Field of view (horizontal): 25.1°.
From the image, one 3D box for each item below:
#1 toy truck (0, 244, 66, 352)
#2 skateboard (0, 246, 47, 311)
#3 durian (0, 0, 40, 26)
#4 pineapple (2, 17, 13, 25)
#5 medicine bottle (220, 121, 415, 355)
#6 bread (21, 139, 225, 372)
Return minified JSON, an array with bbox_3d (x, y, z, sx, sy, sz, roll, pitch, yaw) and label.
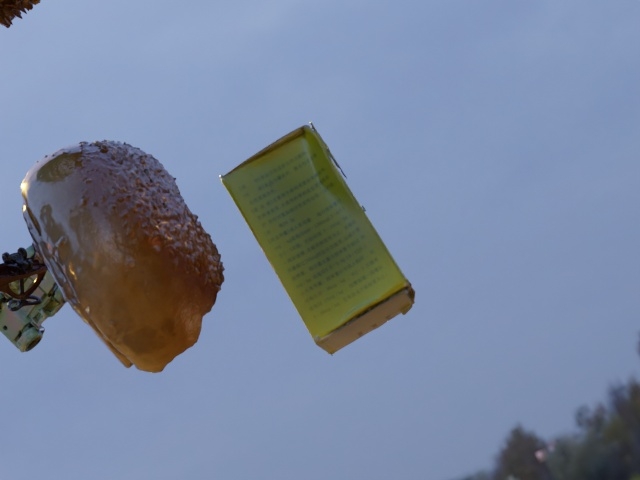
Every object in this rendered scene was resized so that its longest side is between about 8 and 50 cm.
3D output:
[{"bbox_3d":[-0.487,0.079,2.614,0.259,0.128,0.135,-50,-11,16],"label":"toy truck"},{"bbox_3d":[-0.444,0.063,1.982,0.151,0.067,0.080,-15,-60,-31],"label":"skateboard"},{"bbox_3d":[-0.487,-0.400,1.721,0.348,0.384,0.347,-52,-3,-4],"label":"durian"},{"bbox_3d":[-0.558,-0.399,2.369,0.137,0.116,0.069,20,-77,-25],"label":"pineapple"},{"bbox_3d":[0.000,0.000,1.764,0.141,0.250,0.137,-32,-14,5],"label":"medicine bottle"},{"bbox_3d":[-0.236,-0.021,1.610,0.171,0.314,0.192,-35,-48,3],"label":"bread"}]
